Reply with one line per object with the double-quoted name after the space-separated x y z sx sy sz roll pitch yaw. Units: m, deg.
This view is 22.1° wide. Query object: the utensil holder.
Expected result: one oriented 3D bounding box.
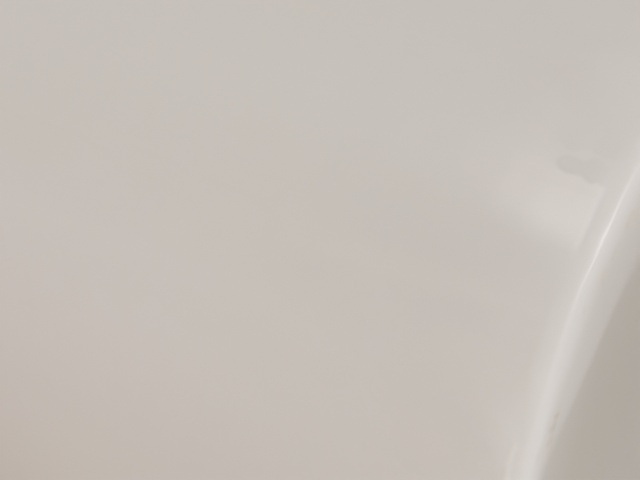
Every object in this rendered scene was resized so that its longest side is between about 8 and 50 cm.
0.000 0.000 0.568 0.385 0.327 0.328 20 27 40 "utensil holder"
